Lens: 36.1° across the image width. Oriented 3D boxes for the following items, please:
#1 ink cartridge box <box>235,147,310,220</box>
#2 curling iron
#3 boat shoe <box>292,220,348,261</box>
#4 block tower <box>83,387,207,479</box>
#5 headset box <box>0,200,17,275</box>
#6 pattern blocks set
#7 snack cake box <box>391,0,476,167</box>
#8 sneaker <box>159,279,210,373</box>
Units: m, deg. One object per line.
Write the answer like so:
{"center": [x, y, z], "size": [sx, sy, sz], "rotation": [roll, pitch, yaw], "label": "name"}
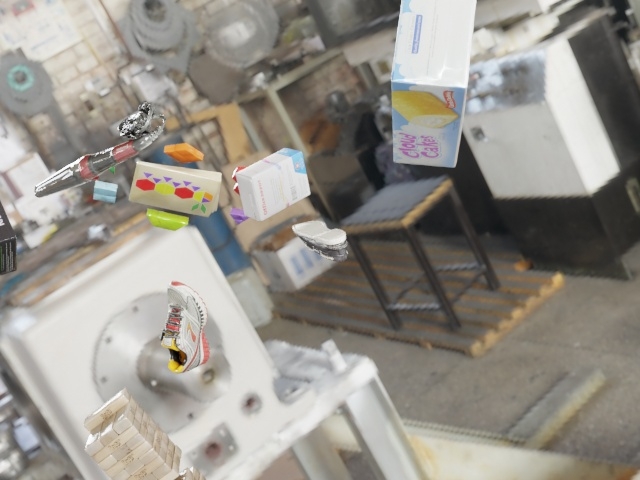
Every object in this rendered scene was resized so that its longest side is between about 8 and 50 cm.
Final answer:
{"center": [-0.085, -0.101, 1.757], "size": [0.122, 0.089, 0.052], "rotation": [-31, 34, -34], "label": "ink cartridge box"}
{"center": [-0.273, -0.097, 1.194], "size": [0.274, 0.035, 0.068], "rotation": [-24, 31, 43], "label": "curling iron"}
{"center": [0.000, 0.000, 1.362], "size": [0.046, 0.038, 0.125], "rotation": [-21, 21, -27], "label": "boat shoe"}
{"center": [-0.255, 0.407, 1.633], "size": [0.091, 0.335, 0.097], "rotation": [-37, 15, 5], "label": "block tower"}
{"center": [-0.784, -0.026, 1.959], "size": [0.283, 0.246, 0.131], "rotation": [-18, -28, -26], "label": "headset box"}
{"center": [-0.287, -0.105, 1.974], "size": [0.285, 0.324, 0.026], "rotation": [131, 149, -51], "label": "pattern blocks set"}
{"center": [0.141, -0.208, 1.227], "size": [0.089, 0.152, 0.264], "rotation": [6, -16, 7], "label": "snack cake box"}
{"center": [-0.297, 0.190, 2.115], "size": [0.088, 0.225, 0.092], "rotation": [16, 33, 37], "label": "sneaker"}
